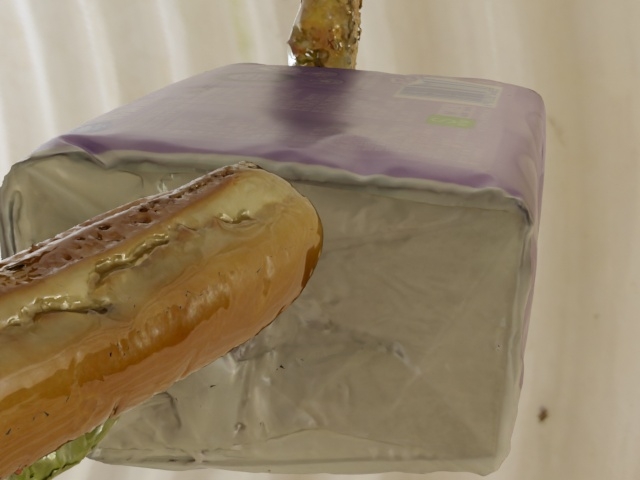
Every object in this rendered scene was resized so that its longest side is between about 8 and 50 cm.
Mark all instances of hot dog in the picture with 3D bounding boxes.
[{"bbox_3d":[-0.090,0.039,0.369,0.235,0.062,0.092,-29,-167,-41],"label":"hot dog"}]

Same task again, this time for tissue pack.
[{"bbox_3d":[0.000,0.000,0.722,0.242,0.160,0.338,4,-165,10],"label":"tissue pack"}]

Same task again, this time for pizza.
[{"bbox_3d":[0.005,-0.232,1.116,0.074,0.288,0.251,3,-162,6],"label":"pizza"}]
